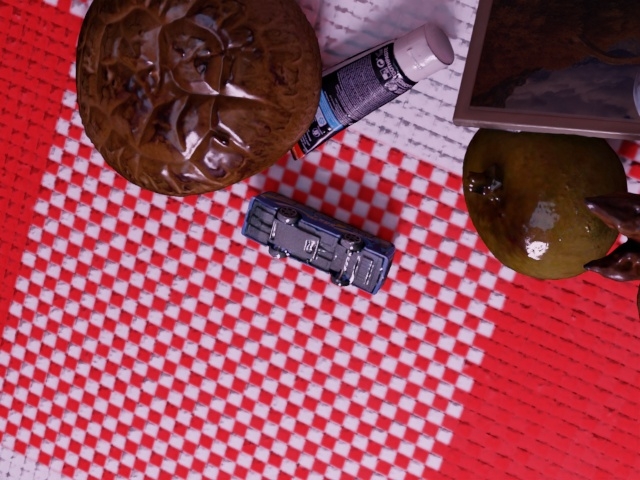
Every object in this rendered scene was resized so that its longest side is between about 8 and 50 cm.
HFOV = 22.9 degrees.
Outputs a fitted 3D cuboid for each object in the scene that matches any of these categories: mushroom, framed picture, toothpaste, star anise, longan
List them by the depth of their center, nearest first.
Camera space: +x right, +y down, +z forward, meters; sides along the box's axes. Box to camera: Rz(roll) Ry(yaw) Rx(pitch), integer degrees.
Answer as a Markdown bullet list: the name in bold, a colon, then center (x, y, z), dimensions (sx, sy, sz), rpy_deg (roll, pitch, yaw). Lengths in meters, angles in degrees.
- **star anise**: center (0.318, -0.002, 1.345), dimensions (0.111, 0.212, 0.196), rpy_deg (12, 116, 44)
- **framed picture**: center (0.249, -0.169, 1.356), dimensions (0.250, 0.016, 0.184), rpy_deg (7, 68, 20)
- **longan**: center (0.189, -0.042, 1.393), dimensions (0.155, 0.176, 0.145), rpy_deg (34, 115, 41)
- **mushroom**: center (-0.121, -0.160, 1.491), dimensions (0.253, 0.153, 0.253), rpy_deg (3, 98, 24)
- **toothpaste**: center (0.034, -0.147, 1.494), dimensions (0.193, 0.045, 0.071), rpy_deg (-27, 86, 32)

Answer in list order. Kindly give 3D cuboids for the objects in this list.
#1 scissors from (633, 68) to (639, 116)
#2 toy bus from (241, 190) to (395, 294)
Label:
- **scissors**: center (0.429, -0.060, 1.302), dimensions (0.383, 0.256, 0.029), rpy_deg (49, 152, -10)
- **toy bus**: center (0.000, 0.000, 1.536), dimensions (0.153, 0.061, 0.051), rpy_deg (23, 114, 15)
